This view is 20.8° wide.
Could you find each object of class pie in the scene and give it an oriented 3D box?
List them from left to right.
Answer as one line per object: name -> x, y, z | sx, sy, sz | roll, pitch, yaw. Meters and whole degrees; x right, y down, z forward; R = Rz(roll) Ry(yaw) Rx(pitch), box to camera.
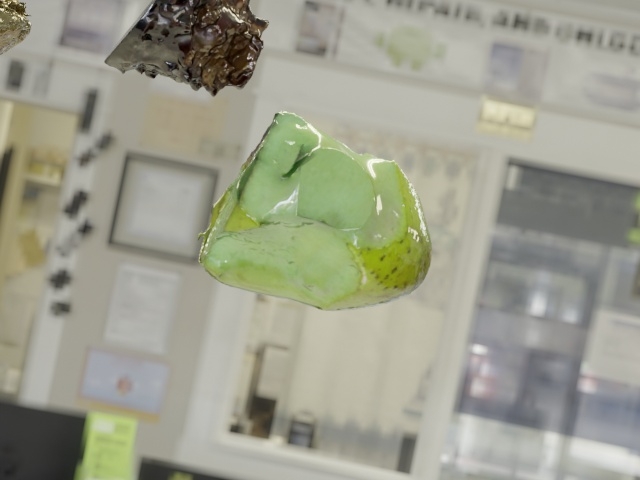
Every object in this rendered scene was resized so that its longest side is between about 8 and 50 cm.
pie -> -0.440, -0.244, 2.066 | 0.163, 0.079, 0.193 | -39, -19, 34

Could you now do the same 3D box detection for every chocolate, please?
chocolate -> -0.160, -0.282, 2.415 | 0.177, 0.224, 0.206 | 38, 5, -10

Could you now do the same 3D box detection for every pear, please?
pear -> 0.000, 0.000, 2.238 | 0.282, 0.176, 0.286 | 24, -30, -10
